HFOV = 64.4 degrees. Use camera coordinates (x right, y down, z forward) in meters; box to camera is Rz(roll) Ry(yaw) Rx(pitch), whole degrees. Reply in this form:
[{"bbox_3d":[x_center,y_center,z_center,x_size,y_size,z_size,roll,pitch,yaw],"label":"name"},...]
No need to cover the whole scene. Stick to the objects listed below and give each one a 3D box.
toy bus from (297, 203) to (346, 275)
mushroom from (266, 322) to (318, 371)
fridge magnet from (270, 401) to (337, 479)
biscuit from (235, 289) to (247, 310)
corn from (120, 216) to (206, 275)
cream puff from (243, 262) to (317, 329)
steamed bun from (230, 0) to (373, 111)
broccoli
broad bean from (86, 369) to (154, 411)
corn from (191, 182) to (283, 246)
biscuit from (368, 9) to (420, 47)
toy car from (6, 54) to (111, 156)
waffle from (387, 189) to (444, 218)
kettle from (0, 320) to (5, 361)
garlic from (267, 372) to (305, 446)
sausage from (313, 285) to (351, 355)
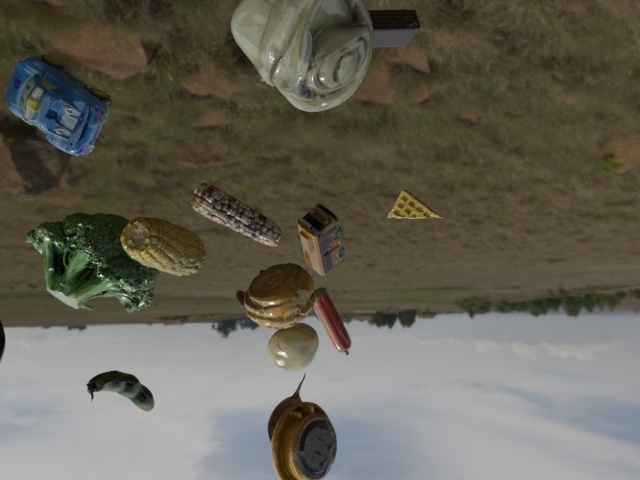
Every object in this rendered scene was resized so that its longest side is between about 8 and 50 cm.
[{"bbox_3d":[0.000,0.000,1.523,0.114,0.098,0.201,-37,143,-21],"label":"toy bus"},{"bbox_3d":[-0.071,0.281,1.346,0.112,0.148,0.148,40,-161,35],"label":"mushroom"},{"bbox_3d":[-0.023,0.344,0.850,0.063,0.143,0.143,-15,164,41],"label":"fridge magnet"},{"bbox_3d":[-0.259,0.274,2.041,0.212,0.036,0.212,44,179,1],"label":"biscuit"},{"bbox_3d":[-0.305,0.011,1.021,0.106,0.106,0.305,-1,171,1],"label":"corn"},{"bbox_3d":[-0.094,0.140,1.215,0.189,0.130,0.189,-17,-156,8],"label":"cream puff"},{"bbox_3d":[-0.013,-0.502,1.335,0.342,0.255,0.367,-34,148,10],"label":"steamed bun"},{"bbox_3d":[-0.676,0.062,1.572,0.321,0.310,0.413,-35,115,23],"label":"broccoli"},{"bbox_3d":[-0.396,0.302,1.021,0.039,0.069,0.227,-8,156,13],"label":"broad bean"},{"bbox_3d":[-0.236,-0.073,1.454,0.280,0.092,0.092,27,166,-11],"label":"corn"},{"bbox_3d":[0.121,-0.656,1.585,0.388,0.073,0.107,-9,169,-20],"label":"biscuit"},{"bbox_3d":[-0.716,-0.362,1.349,0.314,0.198,0.166,36,-164,5],"label":"toy car"},{"bbox_3d":[0.314,-0.075,1.688,0.032,0.125,0.191,5,-148,-44],"label":"waffle"},{"bbox_3d":[-0.739,0.215,0.937,0.250,0.361,0.376,12,138,-37],"label":"kettle"},{"bbox_3d":[-0.056,0.401,1.126,0.090,0.128,0.198,39,-168,-22],"label":"garlic"},{"bbox_3d":[0.043,0.295,1.801,0.083,0.264,0.083,-25,-169,5],"label":"sausage"}]
